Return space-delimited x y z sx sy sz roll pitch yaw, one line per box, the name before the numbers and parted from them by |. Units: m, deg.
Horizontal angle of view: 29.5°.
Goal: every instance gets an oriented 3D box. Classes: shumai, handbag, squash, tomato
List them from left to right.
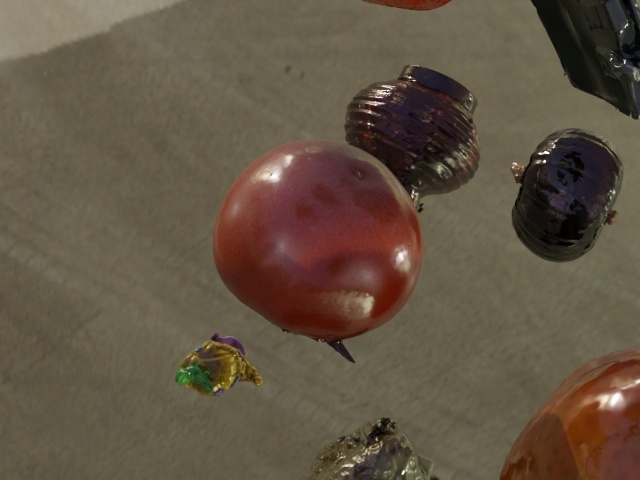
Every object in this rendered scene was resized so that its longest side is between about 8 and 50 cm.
tomato | 0.000 0.000 1.474 0.256 0.224 0.255 19 36 -15
shumai | 0.080 0.387 1.768 0.218 0.256 0.189 36 57 -11
squash | 0.342 -0.063 1.688 0.156 0.193 0.193 25 60 -10
handbag | 0.305 -0.279 1.401 0.079 0.260 0.247 -30 107 3

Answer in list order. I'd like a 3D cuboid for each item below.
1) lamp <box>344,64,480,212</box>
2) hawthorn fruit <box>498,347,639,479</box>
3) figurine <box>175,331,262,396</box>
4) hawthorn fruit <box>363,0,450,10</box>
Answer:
lamp | 0.148 -0.161 1.992 0.247 0.247 0.247 7 63 -13
hawthorn fruit | 0.427 0.362 1.477 0.472 0.472 0.471 7 63 -13
figurine | -0.157 0.208 1.907 0.115 0.156 0.094 28 102 11
hawthorn fruit | 0.105 -0.302 1.230 0.203 0.162 0.163 35 58 22
